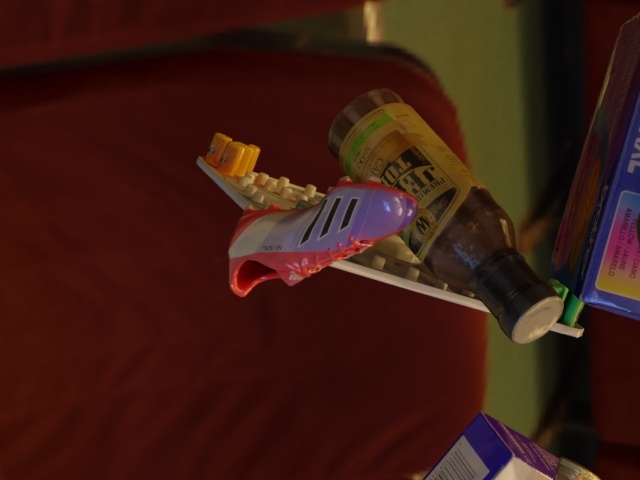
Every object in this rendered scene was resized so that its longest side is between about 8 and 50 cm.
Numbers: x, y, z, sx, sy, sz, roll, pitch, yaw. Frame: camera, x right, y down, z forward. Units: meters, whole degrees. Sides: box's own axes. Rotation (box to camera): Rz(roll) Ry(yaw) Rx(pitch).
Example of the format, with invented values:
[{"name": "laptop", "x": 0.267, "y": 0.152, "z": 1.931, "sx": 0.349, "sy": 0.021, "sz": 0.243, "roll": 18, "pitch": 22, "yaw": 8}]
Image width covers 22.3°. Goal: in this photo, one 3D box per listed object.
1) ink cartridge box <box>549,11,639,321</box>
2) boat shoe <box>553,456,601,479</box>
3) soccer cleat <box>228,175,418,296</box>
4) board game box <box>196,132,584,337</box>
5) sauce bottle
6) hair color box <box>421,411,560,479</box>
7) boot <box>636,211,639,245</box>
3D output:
[{"name": "ink cartridge box", "x": 0.315, "y": -0.062, "z": 1.412, "sx": 0.395, "sy": 0.151, "sz": 0.270, "roll": -49, "pitch": 155, "yaw": -87}, {"name": "boat shoe", "x": 0.251, "y": 0.255, "z": 1.607, "sx": 0.045, "sy": 0.050, "sz": 0.135, "roll": -55, "pitch": 151, "yaw": -15}, {"name": "soccer cleat", "x": 0.000, "y": 0.000, "z": 1.640, "sx": 0.083, "sy": 0.248, "sz": 0.095, "roll": 30, "pitch": 62, "yaw": -38}, {"name": "board game box", "x": 0.081, "y": -0.014, "z": 1.971, "sx": 0.390, "sy": 0.390, "sz": 0.050, "roll": 16, "pitch": 101, "yaw": -25}, {"name": "sauce bottle", "x": 0.138, "y": -0.029, "z": 1.788, "sx": 0.111, "sy": 0.344, "sz": 0.111, "roll": -26, "pitch": 143, "yaw": -21}, {"name": "hair color box", "x": 0.274, "y": 0.374, "z": 2.041, "sx": 0.339, "sy": 0.110, "sz": 0.185, "roll": 32, "pitch": 103, "yaw": -33}, {"name": "boot", "x": 0.277, "y": 0.052, "z": 0.838, "sx": 0.083, "sy": 0.246, "sz": 0.161, "roll": -59, "pitch": 163, "yaw": 25}]
